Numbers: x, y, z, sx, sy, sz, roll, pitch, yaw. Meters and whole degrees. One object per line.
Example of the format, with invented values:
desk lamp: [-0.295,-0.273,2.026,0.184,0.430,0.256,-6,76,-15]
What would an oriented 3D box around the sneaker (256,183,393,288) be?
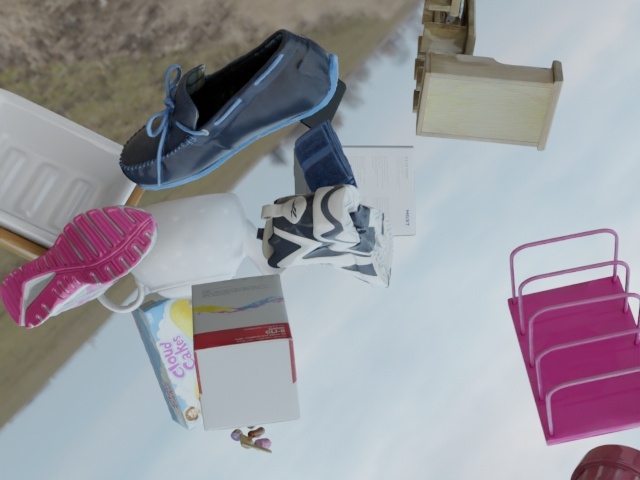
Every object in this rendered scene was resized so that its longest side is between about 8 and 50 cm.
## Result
sneaker: [0.000,0.000,1.446,0.235,0.153,0.094,37,55,-63]

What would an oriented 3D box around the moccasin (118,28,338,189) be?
moccasin: [-0.139,-0.182,1.405,0.342,0.117,0.138,-28,-132,26]

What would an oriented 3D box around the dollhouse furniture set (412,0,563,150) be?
dollhouse furniture set: [0.209,-0.238,1.394,0.212,0.161,0.242,95,1,-46]

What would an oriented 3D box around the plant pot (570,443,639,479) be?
plant pot: [0.554,0.519,2.090,0.201,0.201,0.180,-41,-179,45]

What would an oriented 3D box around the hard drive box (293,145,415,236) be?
hard drive box: [0.069,-0.094,2.144,0.232,0.181,0.089,-2,-178,-32]

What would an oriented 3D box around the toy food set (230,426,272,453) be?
toy food set: [-0.119,0.325,1.846,0.019,0.078,0.122,-65,-161,14]

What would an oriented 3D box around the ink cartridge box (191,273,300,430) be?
ink cartridge box: [-0.100,0.143,1.447,0.127,0.128,0.176,-8,-153,-4]

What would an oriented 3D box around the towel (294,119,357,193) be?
towel: [0.004,-0.106,1.514,0.067,0.119,0.029,-33,146,16]

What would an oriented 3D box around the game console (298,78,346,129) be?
game console: [-0.025,-0.283,2.180,0.122,0.107,0.071,-66,155,-13]

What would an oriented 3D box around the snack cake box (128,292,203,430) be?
snack cake box: [-0.250,0.214,2.134,0.152,0.264,0.089,-27,-159,-25]

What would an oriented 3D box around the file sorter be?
file sorter: [0.434,0.151,1.817,0.202,0.182,0.291,-12,-129,5]

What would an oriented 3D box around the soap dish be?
soap dish: [-0.431,-0.079,1.679,0.229,0.290,0.118,-67,-175,-32]

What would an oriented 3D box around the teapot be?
teapot: [-0.240,0.027,1.940,0.252,0.187,0.256,-8,177,-43]

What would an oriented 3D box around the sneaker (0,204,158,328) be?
sneaker: [-0.322,0.025,1.524,0.252,0.103,0.111,-29,180,21]
